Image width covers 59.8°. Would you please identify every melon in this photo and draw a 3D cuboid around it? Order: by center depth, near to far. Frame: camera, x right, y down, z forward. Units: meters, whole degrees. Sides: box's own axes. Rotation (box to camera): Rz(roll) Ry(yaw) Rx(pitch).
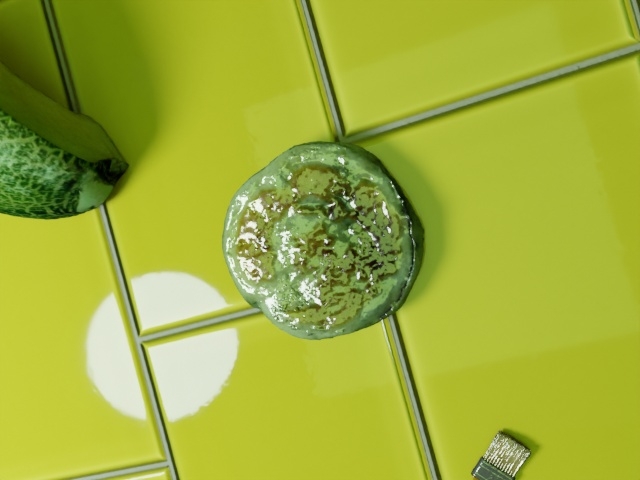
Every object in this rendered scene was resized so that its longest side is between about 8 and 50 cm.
[{"bbox_3d":[-0.420,-0.160,0.666,0.343,0.226,0.331,43,139,9],"label":"melon"}]

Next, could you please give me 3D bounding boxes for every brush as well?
[{"bbox_3d":[0.179,0.295,0.633,0.043,0.014,0.170,30,100,12],"label":"brush"}]

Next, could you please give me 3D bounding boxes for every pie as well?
[{"bbox_3d":[0.000,0.000,0.642,0.240,0.054,0.241,1,95,12],"label":"pie"}]
